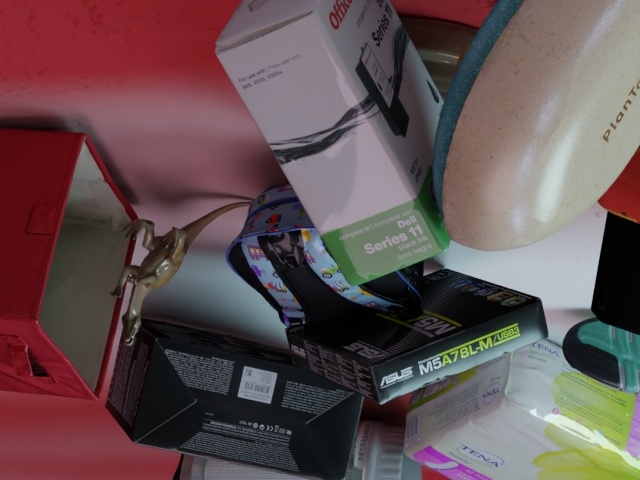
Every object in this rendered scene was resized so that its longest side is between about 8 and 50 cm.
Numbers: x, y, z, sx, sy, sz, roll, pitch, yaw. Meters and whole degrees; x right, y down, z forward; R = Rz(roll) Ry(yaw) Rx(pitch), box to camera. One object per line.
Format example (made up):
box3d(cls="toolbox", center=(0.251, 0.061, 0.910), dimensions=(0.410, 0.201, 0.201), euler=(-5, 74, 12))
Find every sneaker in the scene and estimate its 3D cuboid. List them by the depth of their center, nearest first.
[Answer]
box3d(cls="sneaker", center=(0.353, 0.134, 2.003), dimensions=(0.223, 0.083, 0.098), euler=(7, 158, -6))

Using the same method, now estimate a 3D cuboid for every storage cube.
box3d(cls="storage cube", center=(-0.295, 0.020, 1.750), dimensions=(0.193, 0.215, 0.184), euler=(5, 155, 15))

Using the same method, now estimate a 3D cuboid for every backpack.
box3d(cls="backpack", center=(0.000, 0.000, 1.753), dimensions=(0.158, 0.117, 0.173), euler=(-8, 151, 26))

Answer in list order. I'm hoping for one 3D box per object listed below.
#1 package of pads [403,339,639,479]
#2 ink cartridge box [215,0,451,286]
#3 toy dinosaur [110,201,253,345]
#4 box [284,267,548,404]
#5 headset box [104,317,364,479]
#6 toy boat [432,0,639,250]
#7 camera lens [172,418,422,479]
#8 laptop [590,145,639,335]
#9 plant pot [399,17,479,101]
box3d(cls="package of pads", center=(0.270, 0.225, 2.131), dimensions=(0.296, 0.101, 0.229), euler=(26, 147, -18))
box3d(cls="ink cartridge box", center=(0.022, -0.098, 1.419), dimensions=(0.087, 0.153, 0.208), euler=(-21, 113, 24))
box3d(cls="toy dinosaur", center=(-0.142, 0.009, 1.793), dimensions=(0.053, 0.183, 0.092), euler=(38, 175, 24))
box3d(cls="box", center=(0.087, 0.086, 1.809), dimensions=(0.184, 0.045, 0.190), euler=(-17, -165, -21))
box3d(cls="headset box", center=(-0.097, 0.158, 1.996), dimensions=(0.218, 0.110, 0.293), euler=(13, 180, -13))
box3d(cls="toy boat", center=(0.182, -0.096, 1.434), dimensions=(0.148, 0.267, 0.318), euler=(32, 174, 31))
box3d(cls="camera lens", center=(-0.028, 0.317, 2.281), dimensions=(0.274, 0.219, 0.219), euler=(-1, 153, 11))
box3d(cls="laptop", center=(0.386, -0.022, 1.604), dimensions=(0.264, 0.136, 0.234), euler=(-6, 119, -24))
box3d(cls="plant pot", center=(0.074, -0.076, 1.600), dimensions=(0.237, 0.110, 0.237), euler=(3, 154, 2))
